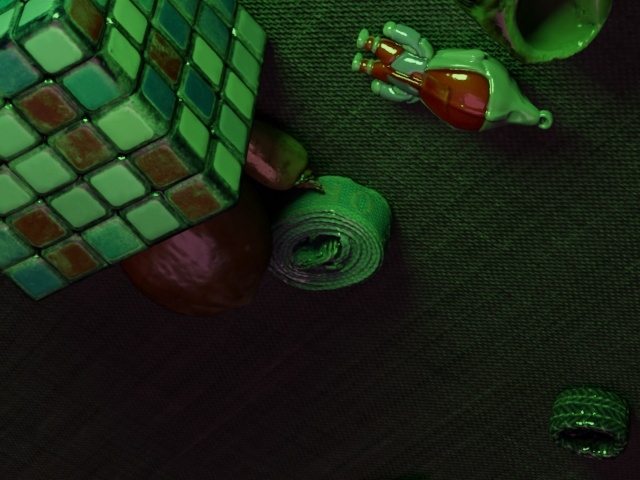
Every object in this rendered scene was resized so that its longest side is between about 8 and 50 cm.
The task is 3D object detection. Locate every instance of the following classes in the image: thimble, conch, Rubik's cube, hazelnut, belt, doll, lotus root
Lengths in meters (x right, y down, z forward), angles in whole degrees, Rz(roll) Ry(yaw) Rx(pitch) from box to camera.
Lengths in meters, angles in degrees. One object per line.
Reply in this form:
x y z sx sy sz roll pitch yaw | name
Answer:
0.358 0.241 2.257 0.104 0.066 0.095 23 144 -7 | thimble
0.198 -0.277 1.639 0.187 0.124 0.181 3 137 -24 | conch
-0.259 -0.162 1.769 0.292 0.287 0.293 -23 127 27 | Rubik's cube
-0.151 -0.005 2.035 0.214 0.176 0.214 33 143 30 | hazelnut
0.006 -0.003 2.071 0.148 0.082 0.163 28 140 -8 | belt
0.142 -0.165 1.825 0.227 0.075 0.102 19 133 11 | doll
-0.060 -0.097 1.995 0.152 0.063 0.072 32 130 -13 | lotus root
